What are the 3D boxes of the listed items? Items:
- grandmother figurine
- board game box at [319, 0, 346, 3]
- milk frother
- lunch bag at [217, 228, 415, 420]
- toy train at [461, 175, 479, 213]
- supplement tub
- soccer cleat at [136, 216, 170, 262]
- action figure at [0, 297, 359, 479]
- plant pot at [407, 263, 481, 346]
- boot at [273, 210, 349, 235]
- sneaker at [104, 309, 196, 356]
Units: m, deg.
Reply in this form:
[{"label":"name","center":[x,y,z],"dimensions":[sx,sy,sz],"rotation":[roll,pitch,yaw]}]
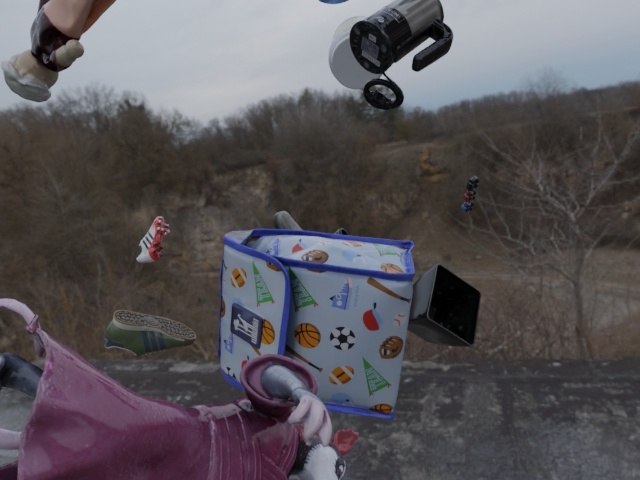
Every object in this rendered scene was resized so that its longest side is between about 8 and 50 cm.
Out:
[{"label":"grandmother figurine","center":[-0.432,-0.367,0.869],"dimensions":[0.342,0.208,0.104],"rotation":[-41,-41,26]},{"label":"board game box","center":[0.040,-0.658,1.264],"dimensions":[0.133,0.169,0.033],"rotation":[-24,-6,12]},{"label":"milk frother","center":[0.126,-0.304,0.827],"dimensions":[0.134,0.129,0.143],"rotation":[-40,-4,-23]},{"label":"lunch bag","center":[-0.020,0.158,1.044],"dimensions":[0.384,0.328,0.239],"rotation":[8,18,7]},{"label":"toy train","center":[0.453,-0.135,1.566],"dimensions":[0.036,0.158,0.027],"rotation":[-29,56,-15]},{"label":"supplement tub","center":[0.094,-0.464,1.273],"dimensions":[0.144,0.145,0.200],"rotation":[-3,33,8]},{"label":"soccer cleat","center":[-0.232,-0.002,0.710],"dimensions":[0.035,0.029,0.083],"rotation":[-18,44,12]},{"label":"action figure","center":[-0.118,0.211,0.467],"dimensions":[0.370,0.248,0.275],"rotation":[15,1,-44]},{"label":"plant pot","center":[0.351,0.211,1.559],"dimensions":[0.187,0.188,0.167],"rotation":[32,-33,-19]},{"label":"boot","center":[0.000,0.000,1.359],"dimensions":[0.161,0.247,0.083],"rotation":[-26,18,29]},{"label":"sneaker","center":[-0.372,0.212,1.110],"dimensions":[0.192,0.086,0.064],"rotation":[24,16,-39]}]
